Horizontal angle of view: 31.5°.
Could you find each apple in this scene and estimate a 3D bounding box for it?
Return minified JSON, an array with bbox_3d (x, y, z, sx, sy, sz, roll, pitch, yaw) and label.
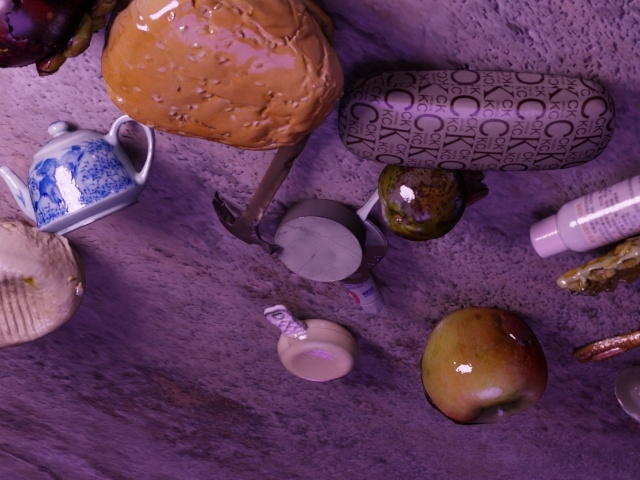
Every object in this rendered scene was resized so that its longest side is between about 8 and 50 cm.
[{"bbox_3d":[0.266,0.200,1.873,0.207,0.188,0.174,-13,147,8],"label":"apple"}]

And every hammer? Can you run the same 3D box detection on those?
[{"bbox_3d":[-0.061,-0.094,1.583,0.125,0.027,0.297,32,135,-4],"label":"hammer"}]

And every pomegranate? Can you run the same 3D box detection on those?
[{"bbox_3d":[0.157,-0.056,1.563,0.163,0.126,0.138,11,154,-16],"label":"pomegranate"}]

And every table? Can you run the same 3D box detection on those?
[{"bbox_3d":[0.000,0.000,1.692,0.133,0.043,0.133,7,134,8],"label":"table"}]

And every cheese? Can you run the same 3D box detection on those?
[{"bbox_3d":[-0.025,0.171,1.946,0.137,0.064,0.227,-20,141,22],"label":"cheese"}]

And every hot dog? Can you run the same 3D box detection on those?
[{"bbox_3d":[0.510,0.189,1.984,0.137,0.028,0.044,-23,145,29],"label":"hot dog"}]

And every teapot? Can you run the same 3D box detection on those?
[{"bbox_3d":[-0.325,-0.095,1.532,0.231,0.159,0.159,-22,140,10],"label":"teapot"}]

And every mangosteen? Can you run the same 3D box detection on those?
[{"bbox_3d":[-0.322,-0.264,1.266,0.180,0.166,0.166,18,142,-34],"label":"mangosteen"}]

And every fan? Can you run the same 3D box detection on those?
[{"bbox_3d":[0.049,-0.021,1.697,0.152,0.008,0.227,28,133,-13],"label":"fan"}]

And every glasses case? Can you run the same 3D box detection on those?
[{"bbox_3d":[0.199,-0.153,1.461,0.354,0.085,0.137,2,144,0],"label":"glasses case"}]

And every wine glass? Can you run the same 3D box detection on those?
[{"bbox_3d":[0.607,0.216,1.936,0.126,0.126,0.241,11,145,-13],"label":"wine glass"}]

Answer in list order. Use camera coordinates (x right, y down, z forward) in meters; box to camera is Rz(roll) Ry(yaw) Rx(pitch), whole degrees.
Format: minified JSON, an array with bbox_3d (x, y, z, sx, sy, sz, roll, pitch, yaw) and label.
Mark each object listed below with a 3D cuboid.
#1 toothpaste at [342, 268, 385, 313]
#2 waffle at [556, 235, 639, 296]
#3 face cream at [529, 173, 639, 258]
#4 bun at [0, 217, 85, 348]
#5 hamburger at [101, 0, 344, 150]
[{"bbox_3d":[0.049,0.045,1.790,0.067,0.043,0.194,-13,136,23],"label":"toothpaste"},{"bbox_3d":[0.465,0.027,1.678,0.223,0.054,0.204,-6,161,-46],"label":"waffle"},{"bbox_3d":[0.425,-0.042,1.614,0.269,0.082,0.082,-22,139,31],"label":"face cream"},{"bbox_3d":[-0.490,0.056,1.727,0.259,0.160,0.259,-8,135,-8],"label":"bun"},{"bbox_3d":[-0.113,-0.211,1.347,0.283,0.145,0.259,11,141,-22],"label":"hamburger"}]
